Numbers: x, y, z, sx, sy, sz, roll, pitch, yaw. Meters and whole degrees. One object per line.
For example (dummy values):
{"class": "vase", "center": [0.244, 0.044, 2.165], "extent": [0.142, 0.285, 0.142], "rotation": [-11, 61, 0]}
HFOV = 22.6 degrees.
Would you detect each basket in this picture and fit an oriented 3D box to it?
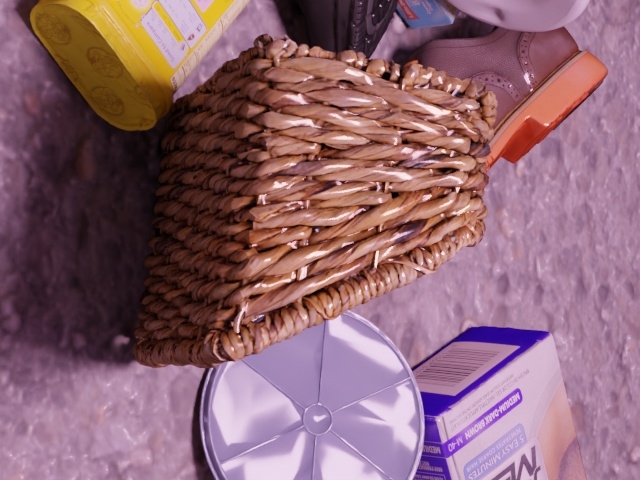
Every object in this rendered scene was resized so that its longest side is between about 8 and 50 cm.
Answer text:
{"class": "basket", "center": [0.000, 0.000, 1.175], "extent": [0.214, 0.299, 0.223], "rotation": [11, 81, -17]}

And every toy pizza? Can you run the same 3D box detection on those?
{"class": "toy pizza", "center": [-0.008, 0.152, 1.346], "extent": [0.201, 0.032, 0.201], "rotation": [5, 77, -21]}

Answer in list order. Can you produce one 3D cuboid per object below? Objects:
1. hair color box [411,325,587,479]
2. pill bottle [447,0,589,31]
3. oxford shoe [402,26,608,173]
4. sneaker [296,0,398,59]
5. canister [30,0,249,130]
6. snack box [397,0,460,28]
{"class": "hair color box", "center": [0.166, 0.272, 1.505], "extent": [0.185, 0.110, 0.338], "rotation": [-30, 113, -41]}
{"class": "pill bottle", "center": [0.205, -0.338, 1.410], "extent": [0.161, 0.161, 0.283], "rotation": [45, 59, -35]}
{"class": "oxford shoe", "center": [0.098, -0.094, 1.450], "extent": [0.364, 0.130, 0.132], "rotation": [-38, 84, -30]}
{"class": "sneaker", "center": [-0.001, -0.266, 1.337], "extent": [0.109, 0.130, 0.286], "rotation": [-52, 147, -49]}
{"class": "canister", "center": [-0.127, -0.186, 1.231], "extent": [0.126, 0.073, 0.170], "rotation": [55, 54, -30]}
{"class": "snack box", "center": [0.060, -0.368, 1.421], "extent": [0.322, 0.060, 0.187], "rotation": [52, 57, -32]}
